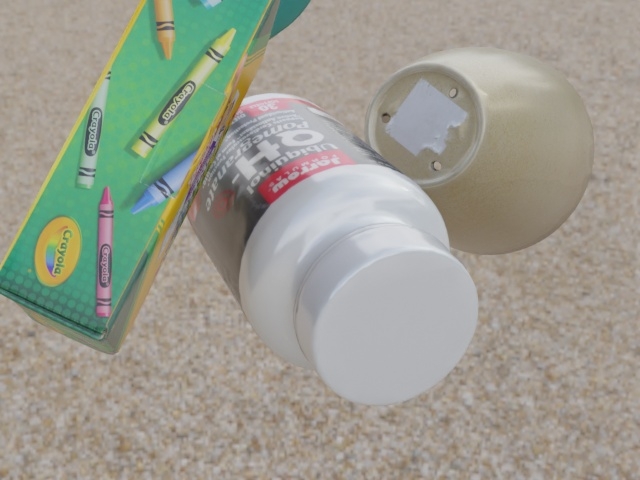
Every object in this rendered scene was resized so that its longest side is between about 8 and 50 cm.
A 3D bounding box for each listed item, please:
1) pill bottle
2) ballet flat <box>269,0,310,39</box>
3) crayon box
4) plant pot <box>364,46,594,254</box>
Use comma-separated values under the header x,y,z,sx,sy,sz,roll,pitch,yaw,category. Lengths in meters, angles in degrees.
x,y,z,sx,sy,sz,roll,pitch,yaw,category
0.000,0.000,0.801,0.176,0.176,0.318,-8,27,-20,pill bottle
-0.114,-0.307,1.357,0.086,0.248,0.086,45,12,-12,ballet flat
-0.124,-0.063,0.680,0.081,0.278,0.165,25,-13,-5,crayon box
0.156,-0.113,1.067,0.256,0.256,0.274,14,4,24,plant pot
